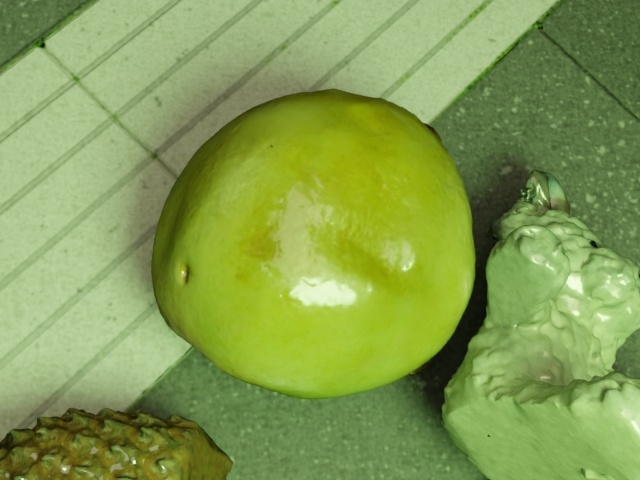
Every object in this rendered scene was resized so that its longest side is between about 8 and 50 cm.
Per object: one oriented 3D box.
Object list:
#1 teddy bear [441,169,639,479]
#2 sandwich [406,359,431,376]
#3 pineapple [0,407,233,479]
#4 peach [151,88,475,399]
[{"bbox_3d":[0.292,0.085,1.028,0.362,0.375,0.327,-49,114,-24],"label":"teddy bear"},{"bbox_3d":[0.108,0.104,1.176,0.093,0.036,0.105,-1,73,-11],"label":"sandwich"},{"bbox_3d":[-0.282,0.246,0.993,0.362,0.202,0.202,8,70,7],"label":"pineapple"},{"bbox_3d":[-0.008,0.003,1.058,0.314,0.281,0.315,18,80,-11],"label":"peach"}]
